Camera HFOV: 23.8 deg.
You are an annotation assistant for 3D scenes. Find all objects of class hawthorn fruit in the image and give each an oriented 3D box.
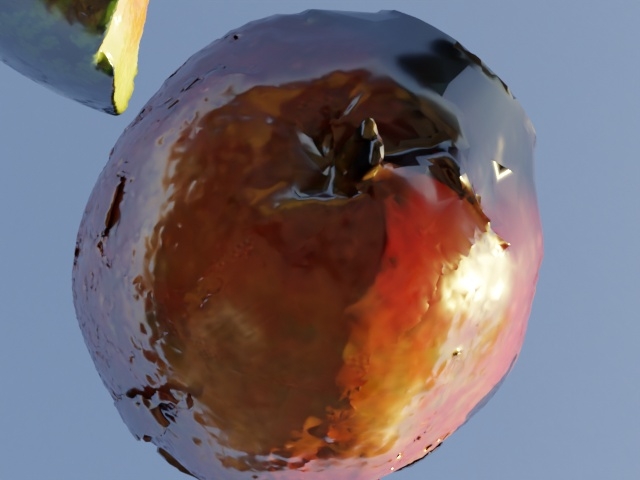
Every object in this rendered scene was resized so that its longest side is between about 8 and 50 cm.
[{"bbox_3d":[-0.001,0.004,0.926,0.316,0.316,0.316,-1,-73,-2],"label":"hawthorn fruit"}]

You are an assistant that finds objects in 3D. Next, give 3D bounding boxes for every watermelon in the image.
[{"bbox_3d":[-0.110,-0.112,0.555,0.137,0.193,0.145,-17,-42,-39],"label":"watermelon"}]
